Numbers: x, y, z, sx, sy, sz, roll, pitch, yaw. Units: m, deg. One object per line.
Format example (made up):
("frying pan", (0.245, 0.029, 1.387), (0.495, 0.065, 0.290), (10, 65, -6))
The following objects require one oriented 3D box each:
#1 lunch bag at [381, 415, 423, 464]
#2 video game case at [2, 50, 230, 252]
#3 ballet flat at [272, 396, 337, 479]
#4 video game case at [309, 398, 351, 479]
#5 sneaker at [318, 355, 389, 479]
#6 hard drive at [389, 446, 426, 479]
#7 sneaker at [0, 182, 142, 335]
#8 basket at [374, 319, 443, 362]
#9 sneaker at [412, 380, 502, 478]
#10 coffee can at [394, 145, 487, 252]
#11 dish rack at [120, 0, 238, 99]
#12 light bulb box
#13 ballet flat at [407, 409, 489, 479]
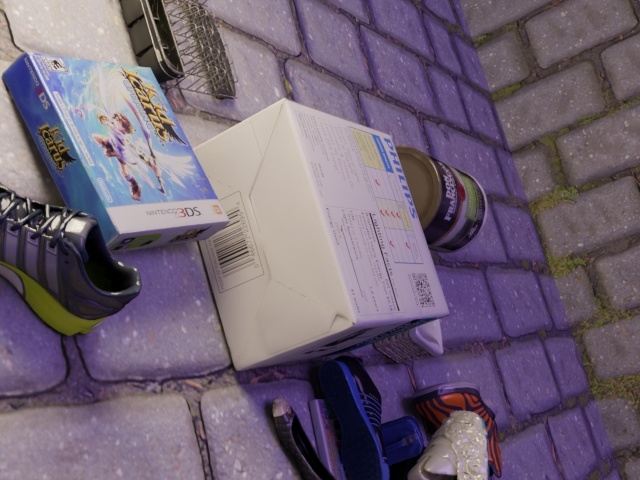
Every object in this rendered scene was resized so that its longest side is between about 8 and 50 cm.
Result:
("lunch bag", (0.131, 0.356, 1.515), (0.065, 0.098, 0.067), (12, 56, -79))
("video game case", (-0.265, -0.119, 1.153), (0.270, 0.061, 0.244), (62, 25, 9))
("ballet flat", (-0.025, 0.313, 1.316), (0.173, 0.049, 0.057), (63, 27, -9))
("video game case", (0.040, 0.346, 1.441), (0.143, 0.019, 0.157), (16, 57, -56))
("sneaker", (0.074, 0.302, 1.423), (0.090, 0.081, 0.232), (-2, 71, -52))
("hard drive", (0.171, 0.495, 1.524), (0.172, 0.054, 0.255), (55, 31, -22))
("sneaker", (-0.319, -0.012, 0.955), (0.300, 0.121, 0.111), (45, 35, -36))
("basket", (0.171, 0.151, 1.723), (0.113, 0.103, 0.167), (37, 41, -44))
("sneaker", (0.299, 0.401, 1.746), (0.321, 0.124, 0.180), (31, 43, -48))
("coffee can", (0.227, -0.084, 1.889), (0.275, 0.201, 0.202), (11, 60, -58))
("dish rack", (-0.220, -0.339, 1.423), (0.271, 0.074, 0.208), (-1, 72, -61))
("light bulb box", (0.000, 0.000, 1.400), (0.361, 0.225, 0.358), (5, 65, -60))
("ballet flat", (0.208, 0.450, 1.433), (0.147, 0.146, 0.409), (45, 37, -36))
